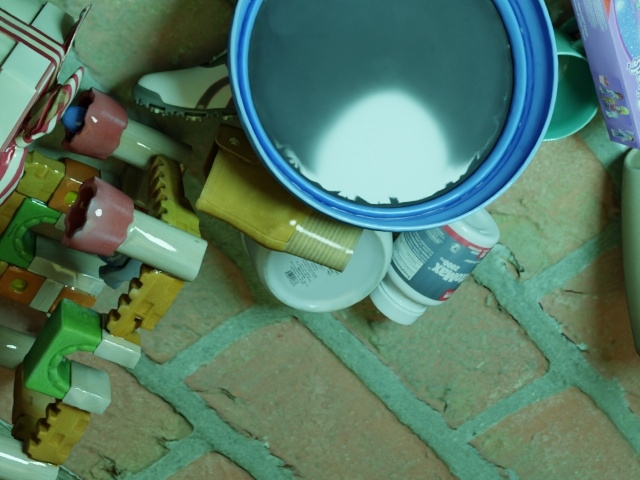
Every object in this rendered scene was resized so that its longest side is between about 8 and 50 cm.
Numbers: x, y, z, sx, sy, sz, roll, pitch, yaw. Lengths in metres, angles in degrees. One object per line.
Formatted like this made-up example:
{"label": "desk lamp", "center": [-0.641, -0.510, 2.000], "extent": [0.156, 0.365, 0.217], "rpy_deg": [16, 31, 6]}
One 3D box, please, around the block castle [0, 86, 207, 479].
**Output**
{"label": "block castle", "center": [-0.341, 0.056, 1.799], "extent": [0.213, 0.303, 0.453], "rpy_deg": [24, 118, -24]}

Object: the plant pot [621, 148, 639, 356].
{"label": "plant pot", "center": [0.506, -0.004, 1.959], "extent": [0.257, 0.256, 0.274], "rpy_deg": [-21, 111, 6]}

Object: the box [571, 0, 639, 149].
{"label": "box", "center": [0.402, -0.283, 1.767], "extent": [0.201, 0.057, 0.293], "rpy_deg": [-41, 130, -22]}

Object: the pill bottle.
{"label": "pill bottle", "center": [0.150, 0.026, 1.981], "extent": [0.108, 0.108, 0.180], "rpy_deg": [25, 119, -25]}

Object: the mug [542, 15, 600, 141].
{"label": "mug", "center": [0.292, -0.210, 1.837], "extent": [0.158, 0.097, 0.129], "rpy_deg": [-26, 126, 9]}

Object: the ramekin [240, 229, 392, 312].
{"label": "ramekin", "center": [0.000, 0.000, 1.936], "extent": [0.207, 0.109, 0.207], "rpy_deg": [-5, 127, -6]}

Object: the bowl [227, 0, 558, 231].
{"label": "bowl", "center": [0.081, -0.202, 1.691], "extent": [0.391, 0.077, 0.391], "rpy_deg": [1, 87, -13]}

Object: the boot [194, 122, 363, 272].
{"label": "boot", "center": [-0.027, -0.099, 1.790], "extent": [0.211, 0.295, 0.104], "rpy_deg": [28, 132, -3]}

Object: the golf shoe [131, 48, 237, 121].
{"label": "golf shoe", "center": [-0.097, -0.208, 1.789], "extent": [0.273, 0.105, 0.120], "rpy_deg": [-2, 105, -9]}

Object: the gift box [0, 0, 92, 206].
{"label": "gift box", "center": [-0.415, -0.189, 1.644], "extent": [0.258, 0.276, 0.255], "rpy_deg": [32, 120, -11]}
